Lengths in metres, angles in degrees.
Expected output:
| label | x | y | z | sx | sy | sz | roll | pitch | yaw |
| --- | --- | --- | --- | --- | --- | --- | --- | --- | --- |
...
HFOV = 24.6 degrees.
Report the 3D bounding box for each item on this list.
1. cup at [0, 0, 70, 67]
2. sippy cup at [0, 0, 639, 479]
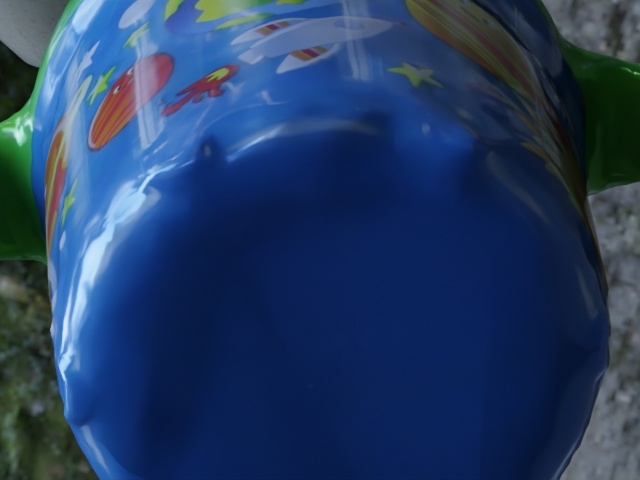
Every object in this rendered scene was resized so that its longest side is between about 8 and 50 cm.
| label | x | y | z | sx | sy | sz | roll | pitch | yaw |
| --- | --- | --- | --- | --- | --- | --- | --- | --- | --- |
| cup | -0.128 | -0.240 | 0.873 | 0.331 | 0.331 | 0.237 | -100 | -3 | -69 |
| sippy cup | 0.000 | 0.000 | 0.526 | 0.305 | 0.240 | 0.224 | -40 | 19 | 12 |
